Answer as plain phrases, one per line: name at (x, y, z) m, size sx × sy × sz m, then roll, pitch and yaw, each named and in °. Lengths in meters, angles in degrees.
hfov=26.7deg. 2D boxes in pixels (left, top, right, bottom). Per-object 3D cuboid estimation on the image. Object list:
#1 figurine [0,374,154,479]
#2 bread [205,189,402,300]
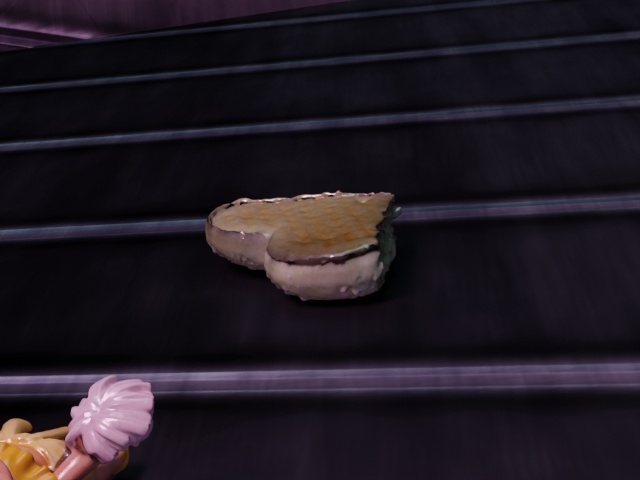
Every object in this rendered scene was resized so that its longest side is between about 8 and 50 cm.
figurine at (-0.188, 0.152, 0.822) m, size 0.175 × 0.115 × 0.240 m, roll -1°, pitch 17°, yaw 14°
bread at (0.000, 0.000, 1.252) m, size 0.172 × 0.064 × 0.232 m, roll -21°, pitch 24°, yaw -32°
